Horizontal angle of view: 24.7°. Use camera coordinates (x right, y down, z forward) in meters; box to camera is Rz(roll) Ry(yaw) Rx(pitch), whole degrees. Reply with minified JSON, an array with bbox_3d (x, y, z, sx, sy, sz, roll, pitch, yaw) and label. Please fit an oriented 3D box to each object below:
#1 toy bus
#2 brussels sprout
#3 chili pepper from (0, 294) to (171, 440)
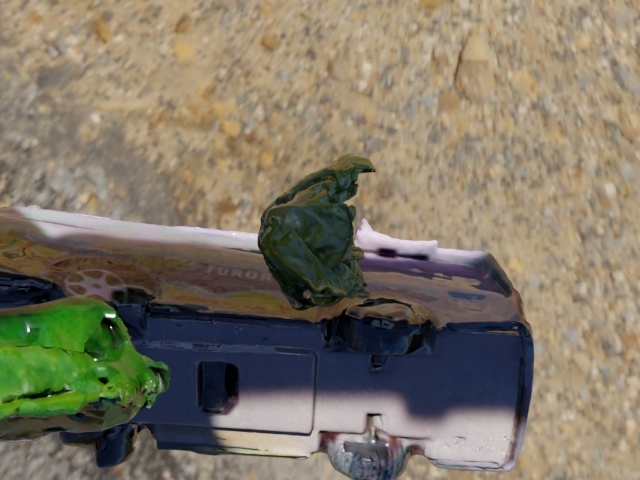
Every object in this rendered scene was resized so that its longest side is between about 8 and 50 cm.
[{"bbox_3d":[-0.045,0.052,0.810,0.316,0.138,0.113,6,118,0],"label":"toy bus"},{"bbox_3d":[0.000,0.000,0.717,0.058,0.085,0.085,-1,110,17],"label":"brussels sprout"},{"bbox_3d":[-0.098,0.084,0.224,0.122,0.279,0.065,-26,109,10],"label":"chili pepper"}]
